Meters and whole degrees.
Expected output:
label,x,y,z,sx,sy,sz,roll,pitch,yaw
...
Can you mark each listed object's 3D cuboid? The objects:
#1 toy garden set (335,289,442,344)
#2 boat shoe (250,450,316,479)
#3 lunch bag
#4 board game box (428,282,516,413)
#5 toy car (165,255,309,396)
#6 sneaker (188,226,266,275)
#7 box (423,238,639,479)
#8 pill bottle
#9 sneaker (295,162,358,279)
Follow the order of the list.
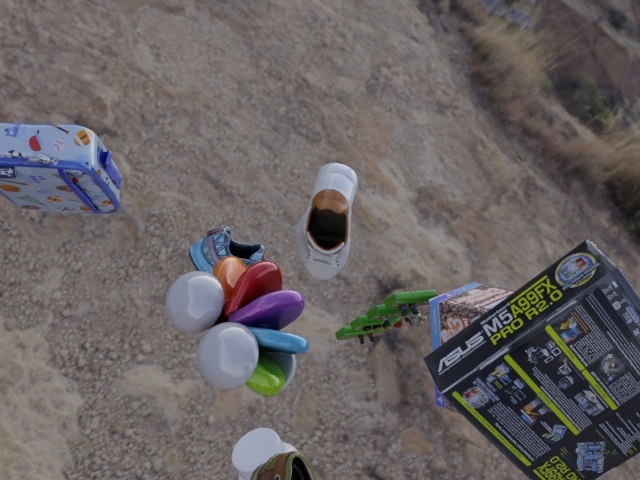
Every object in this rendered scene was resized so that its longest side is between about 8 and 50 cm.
label,x,y,z,sx,sy,sz,roll,pitch,yaw
toy garden set,0.181,0.176,1.505,0.203,0.244,0.049,-2,66,-32
boat shoe,-0.028,0.456,0.966,0.110,0.104,0.307,-2,62,-36
lunch bag,-0.531,-0.139,1.384,0.243,0.303,0.115,4,75,-2
board game box,0.367,0.228,1.311,0.141,0.291,0.232,-15,105,-36
toy car,-0.083,0.096,0.828,0.182,0.136,0.159,53,7,28
sneaker,-0.152,0.069,1.478,0.262,0.125,0.104,40,18,-31
box,0.277,0.156,0.755,0.270,0.216,0.060,44,14,-29
pill bottle,-0.073,0.446,1.242,0.221,0.124,0.124,66,31,-32
sneaker,0.000,0.000,1.244,0.106,0.290,0.123,11,51,4
